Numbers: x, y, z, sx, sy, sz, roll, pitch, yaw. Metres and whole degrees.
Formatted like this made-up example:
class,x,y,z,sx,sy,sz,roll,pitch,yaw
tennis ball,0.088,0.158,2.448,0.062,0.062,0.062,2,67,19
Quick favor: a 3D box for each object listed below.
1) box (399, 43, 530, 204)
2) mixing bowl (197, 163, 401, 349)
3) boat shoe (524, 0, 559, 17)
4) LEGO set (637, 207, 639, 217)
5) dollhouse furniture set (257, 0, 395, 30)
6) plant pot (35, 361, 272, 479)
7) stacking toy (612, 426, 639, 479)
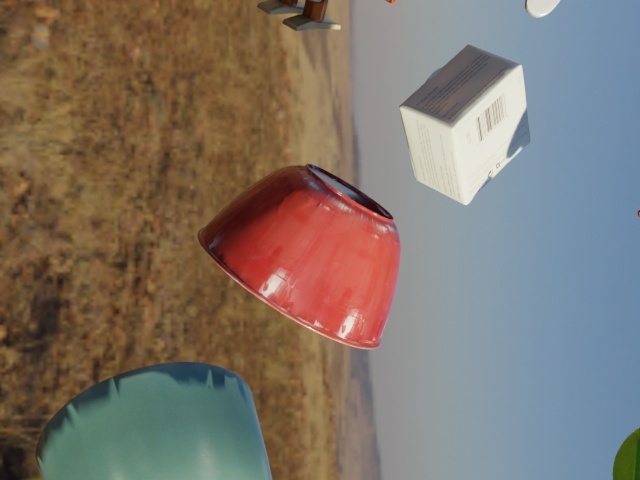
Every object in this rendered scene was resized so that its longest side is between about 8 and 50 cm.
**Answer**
class,x,y,z,sx,sy,sz,roll,pitch,yaw
box,0.244,-0.194,1.694,0.181,0.119,0.182,-43,141,-20
mixing bowl,0.000,0.000,0.848,0.098,0.181,0.181,-57,-176,10
boat shoe,0.309,-0.340,1.278,0.049,0.142,0.040,44,9,-7
LEGO set,0.576,0.024,1.483,0.132,0.287,0.107,-40,178,-37
dollhouse furniture set,0.039,-0.449,1.558,0.259,0.135,0.262,39,-54,41
plant pot,-0.190,0.336,1.271,0.293,0.293,0.235,86,-16,-49
stacking toy,0.549,0.338,1.328,0.130,0.309,0.279,35,22,-29
